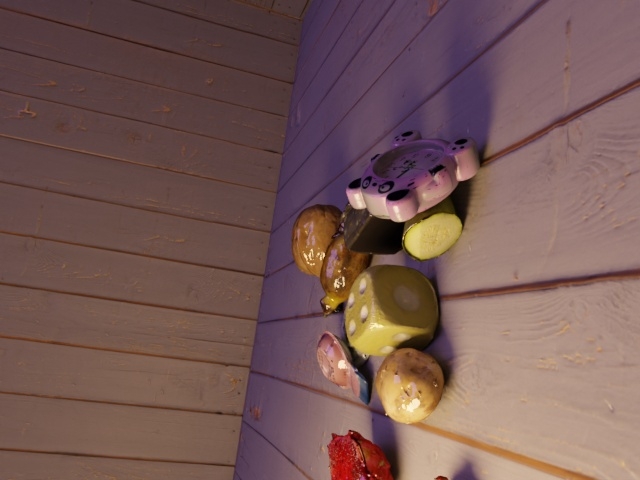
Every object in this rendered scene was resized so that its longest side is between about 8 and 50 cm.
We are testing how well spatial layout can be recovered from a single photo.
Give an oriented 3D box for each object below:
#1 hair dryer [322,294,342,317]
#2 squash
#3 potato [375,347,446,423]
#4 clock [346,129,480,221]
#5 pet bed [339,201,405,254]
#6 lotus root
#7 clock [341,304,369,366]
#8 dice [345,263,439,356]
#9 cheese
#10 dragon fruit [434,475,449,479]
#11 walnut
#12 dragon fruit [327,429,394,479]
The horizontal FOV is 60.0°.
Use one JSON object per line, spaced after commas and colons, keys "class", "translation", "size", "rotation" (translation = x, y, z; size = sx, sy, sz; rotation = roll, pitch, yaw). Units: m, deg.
{"class": "hair dryer", "translation": [0.033, 0.236, 1.963], "size": [0.197, 0.057, 0.100], "rotation": [108, 166, -56]}
{"class": "squash", "translation": [0.259, -0.080, 1.274], "size": [0.287, 0.137, 0.137], "rotation": [-75, 7, -51]}
{"class": "potato", "translation": [0.181, 0.307, 1.201], "size": [0.235, 0.128, 0.161], "rotation": [-135, 61, -78]}
{"class": "clock", "translation": [0.195, -0.141, 1.204], "size": [0.228, 0.248, 0.090], "rotation": [23, 144, 51]}
{"class": "pet bed", "translation": [0.163, -0.078, 1.445], "size": [0.211, 0.183, 0.159], "rotation": [118, 151, -54]}
{"class": "lotus root", "translation": [0.075, 0.080, 1.702], "size": [0.169, 0.142, 0.314], "rotation": [-68, -4, -87]}
{"class": "clock", "translation": [0.104, 0.258, 1.662], "size": [0.236, 0.053, 0.236], "rotation": [-168, 90, -75]}
{"class": "dice", "translation": [0.162, 0.166, 1.287], "size": [0.169, 0.169, 0.166], "rotation": [122, 155, -52]}
{"class": "cheese", "translation": [0.061, 0.368, 1.616], "size": [0.286, 0.074, 0.188], "rotation": [34, 138, 56]}
{"class": "dragon fruit", "translation": [0.235, 0.490, 1.005], "size": [0.112, 0.068, 0.126], "rotation": [-86, 0, -65]}
{"class": "walnut", "translation": [0.000, 0.000, 1.927], "size": [0.225, 0.225, 0.260], "rotation": [141, 132, -67]}
{"class": "dragon fruit", "translation": [0.101, 0.564, 1.297], "size": [0.163, 0.189, 0.261], "rotation": [-31, 40, 16]}
